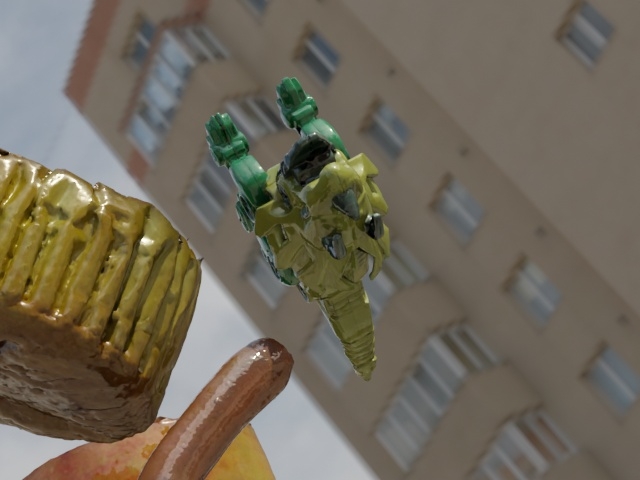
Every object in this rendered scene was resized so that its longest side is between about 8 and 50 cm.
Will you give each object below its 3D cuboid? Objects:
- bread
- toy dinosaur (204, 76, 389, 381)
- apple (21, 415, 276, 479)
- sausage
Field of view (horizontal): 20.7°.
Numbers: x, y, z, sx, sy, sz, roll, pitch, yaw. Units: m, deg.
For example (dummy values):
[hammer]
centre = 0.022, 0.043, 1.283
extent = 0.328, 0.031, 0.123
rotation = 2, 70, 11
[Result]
[bread]
centre = -0.206, 0.029, 1.095
extent = 0.227, 0.253, 0.142
rotation = 107, -174, -65
[toy dinosaur]
centre = 0.000, 0.000, 1.205
extent = 0.094, 0.153, 0.259
rotation = -26, -37, -11
[apple]
centre = -0.145, 0.291, 1.466
extent = 0.251, 0.163, 0.293
rotation = -13, -34, -22
[sausage]
centre = -0.069, 0.123, 1.050
extent = 0.177, 0.047, 0.040
rotation = -53, -4, -41
